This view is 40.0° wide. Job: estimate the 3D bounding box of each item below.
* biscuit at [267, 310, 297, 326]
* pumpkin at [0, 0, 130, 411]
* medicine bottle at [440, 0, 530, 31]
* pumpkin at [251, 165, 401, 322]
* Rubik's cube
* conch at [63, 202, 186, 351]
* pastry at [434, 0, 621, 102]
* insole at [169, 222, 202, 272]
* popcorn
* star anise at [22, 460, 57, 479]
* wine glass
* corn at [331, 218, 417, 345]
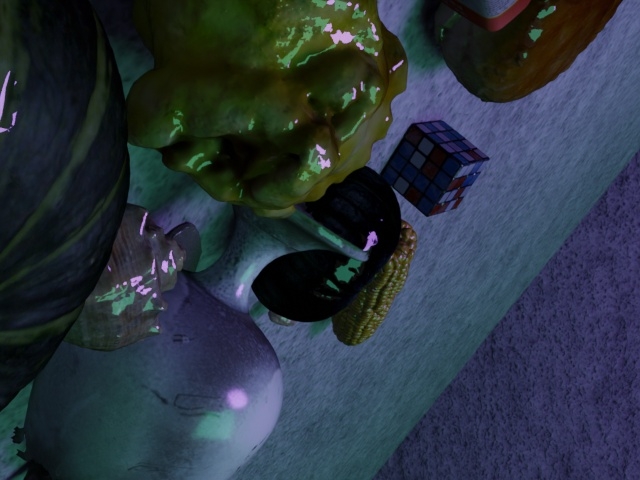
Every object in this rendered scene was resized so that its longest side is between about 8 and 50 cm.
[{"bbox_3d":[0.004,0.022,1.176,0.219,0.055,0.061,-55,153,17],"label":"biscuit"},{"bbox_3d":[-0.230,-0.023,0.353,0.323,0.241,0.323,-36,151,-24],"label":"pumpkin"},{"bbox_3d":[0.110,-0.280,0.694,0.112,0.149,0.222,-48,160,3],"label":"medicine bottle"},{"bbox_3d":[0.000,0.000,0.994,0.202,0.140,0.202,-50,-175,6],"label":"pumpkin"},{"bbox_3d":[0.157,-0.100,1.205,0.092,0.092,0.092,-17,144,-54],"label":"Rubik's cube"},{"bbox_3d":[-0.212,0.015,0.599,0.245,0.163,0.178,-7,154,-35],"label":"conch"},{"bbox_3d":[0.268,-0.297,0.999,0.329,0.136,0.330,-41,159,-20],"label":"pastry"},{"bbox_3d":[-0.160,0.049,0.961,0.063,0.010,0.192,-31,153,-39],"label":"insole"},{"bbox_3d":[-0.050,-0.117,0.604,0.203,0.200,0.226,-46,166,-24],"label":"popcorn"},{"bbox_3d":[-0.282,0.255,1.027,0.205,0.061,0.180,-56,158,23],"label":"star anise"},{"bbox_3d":[-0.120,0.087,0.813,0.323,0.238,0.238,-58,159,3],"label":"wine glass"},{"bbox_3d":[0.076,0.071,1.354,0.101,0.101,0.292,-33,155,-34],"label":"corn"}]
